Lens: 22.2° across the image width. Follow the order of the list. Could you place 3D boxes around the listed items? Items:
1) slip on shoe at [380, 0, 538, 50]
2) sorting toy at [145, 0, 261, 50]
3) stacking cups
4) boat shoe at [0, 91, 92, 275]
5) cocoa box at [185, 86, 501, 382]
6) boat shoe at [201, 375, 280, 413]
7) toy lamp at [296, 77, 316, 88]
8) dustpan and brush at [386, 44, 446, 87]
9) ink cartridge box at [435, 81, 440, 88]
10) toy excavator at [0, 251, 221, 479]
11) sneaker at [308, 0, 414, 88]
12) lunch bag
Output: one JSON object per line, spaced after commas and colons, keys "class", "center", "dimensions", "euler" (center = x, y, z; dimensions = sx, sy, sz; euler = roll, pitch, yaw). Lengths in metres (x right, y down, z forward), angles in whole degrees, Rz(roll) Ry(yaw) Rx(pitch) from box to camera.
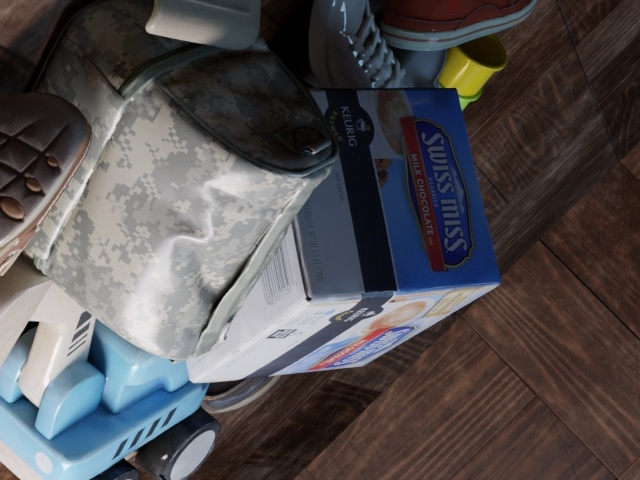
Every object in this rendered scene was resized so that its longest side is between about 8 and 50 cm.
{"class": "slip on shoe", "center": [0.178, -0.310, 1.966], "dimensions": [0.331, 0.123, 0.101], "euler": [-30, 130, -53]}
{"class": "sorting toy", "center": [-0.102, -0.268, 1.406], "dimensions": [0.347, 0.047, 0.196], "euler": [-1, 99, -66]}
{"class": "stacking cups", "center": [0.132, -0.169, 2.272], "dimensions": [0.096, 0.096, 0.316], "euler": [-25, 160, -48]}
{"class": "boat shoe", "center": [-0.323, -0.019, 1.500], "dimensions": [0.324, 0.123, 0.116], "euler": [-40, 170, 21]}
{"class": "cocoa box", "center": [0.000, 0.000, 1.781], "dimensions": [0.228, 0.231, 0.347], "euler": [-3, 163, -26]}
{"class": "boat shoe", "center": [-0.076, 0.107, 2.417], "dimensions": [0.355, 0.132, 0.130], "euler": [-45, 157, -29]}
{"class": "toy lamp", "center": [-0.019, -0.130, 1.994], "dimensions": [0.080, 0.080, 0.275], "euler": [-42, 163, -4]}
{"class": "dustpan and brush", "center": [0.109, -0.193, 1.956], "dimensions": [0.147, 0.060, 0.211], "euler": [-45, -157, 1]}
{"class": "ink cartridge box", "center": [0.085, -0.125, 2.130], "dimensions": [0.127, 0.072, 0.175], "euler": [116, -3, -51]}
{"class": "toy excavator", "center": [-0.280, 0.125, 1.834], "dimensions": [0.433, 0.222, 0.445], "euler": [-29, 149, -46]}
{"class": "sneaker", "center": [0.063, -0.192, 1.847], "dimensions": [0.290, 0.123, 0.106], "euler": [78, 31, -50]}
{"class": "lunch bag", "center": [-0.142, -0.058, 1.559], "dimensions": [0.212, 0.256, 0.305], "euler": [-23, 155, -50]}
